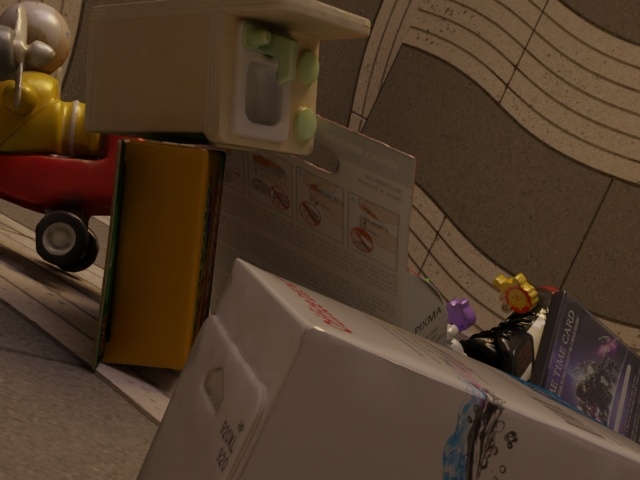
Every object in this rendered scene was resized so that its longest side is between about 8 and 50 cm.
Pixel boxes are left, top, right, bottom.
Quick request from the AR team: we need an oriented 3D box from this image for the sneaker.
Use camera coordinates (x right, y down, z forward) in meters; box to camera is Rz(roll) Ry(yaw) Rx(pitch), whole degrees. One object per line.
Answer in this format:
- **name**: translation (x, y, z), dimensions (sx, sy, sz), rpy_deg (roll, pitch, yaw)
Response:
- **sneaker**: translation (0.243, 0.141, 1.423), dimensions (0.097, 0.276, 0.135), rpy_deg (-21, -62, 46)

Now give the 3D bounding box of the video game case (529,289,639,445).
- **video game case**: translation (0.364, 0.216, 1.419), dimensions (0.274, 0.196, 0.026), rpy_deg (38, -35, -23)

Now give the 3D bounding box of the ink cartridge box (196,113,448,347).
- **ink cartridge box**: translation (0.000, 0.000, 1.274), dimensions (0.308, 0.385, 0.091), rpy_deg (27, 45, 31)

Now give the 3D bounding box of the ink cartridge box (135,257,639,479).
- **ink cartridge box**: translation (0.037, 0.139, 0.598), dimensions (0.232, 0.168, 0.171), rpy_deg (24, 2, -17)

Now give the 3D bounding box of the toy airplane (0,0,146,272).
- **toy airplane**: translation (-0.387, -0.153, 1.283), dimensions (0.386, 0.272, 0.384), rpy_deg (16, -9, 42)

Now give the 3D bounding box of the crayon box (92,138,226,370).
- **crayon box**: translation (-0.148, 0.008, 1.089), dimensions (0.081, 0.202, 0.318), rpy_deg (7, 4, -1)

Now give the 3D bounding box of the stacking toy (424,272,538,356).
- **stacking toy**: translation (0.138, 0.100, 1.416), dimensions (0.221, 0.052, 0.167), rpy_deg (-5, 18, 45)

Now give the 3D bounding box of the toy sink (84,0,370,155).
- **toy sink**: translation (-0.087, -0.151, 1.078), dimensions (0.234, 0.131, 0.153), rpy_deg (3, 1, 33)
